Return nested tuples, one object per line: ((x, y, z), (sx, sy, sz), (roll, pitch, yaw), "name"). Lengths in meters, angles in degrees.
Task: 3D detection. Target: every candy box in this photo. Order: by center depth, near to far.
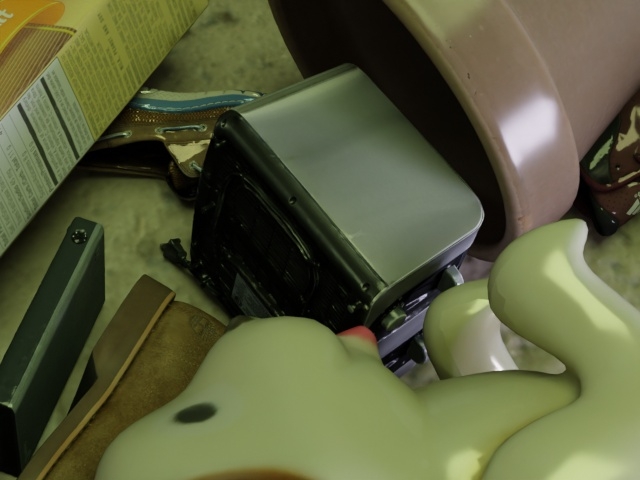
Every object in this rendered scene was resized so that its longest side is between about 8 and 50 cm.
((-0.234, -0.103, 0.999), (0.183, 0.087, 0.316), (14, 53, 29), "candy box")

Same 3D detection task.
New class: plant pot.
((0.126, -0.152, 0.987), (0.229, 0.263, 0.263), (-36, 68, -13), "plant pot")

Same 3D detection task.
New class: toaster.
((0.000, 0.000, 0.954), (0.110, 0.168, 0.186), (-27, 64, -29), "toaster")

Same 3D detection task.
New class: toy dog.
((0.077, 0.186, 0.775), (0.408, 0.284, 0.395), (21, 85, -10), "toy dog")

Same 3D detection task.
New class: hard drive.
((-0.166, 0.065, 0.926), (0.022, 0.094, 0.135), (18, 56, 4), "hard drive")

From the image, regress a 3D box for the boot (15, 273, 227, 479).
((-0.120, 0.160, 0.872), (0.115, 0.112, 0.305), (29, 55, -2), "boot")

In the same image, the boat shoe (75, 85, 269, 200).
((-0.086, -0.062, 1.047), (0.183, 0.066, 0.066), (5, 60, 7), "boat shoe")

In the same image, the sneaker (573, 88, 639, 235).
((0.270, -0.050, 1.080), (0.281, 0.106, 0.162), (28, 68, 15), "sneaker")
